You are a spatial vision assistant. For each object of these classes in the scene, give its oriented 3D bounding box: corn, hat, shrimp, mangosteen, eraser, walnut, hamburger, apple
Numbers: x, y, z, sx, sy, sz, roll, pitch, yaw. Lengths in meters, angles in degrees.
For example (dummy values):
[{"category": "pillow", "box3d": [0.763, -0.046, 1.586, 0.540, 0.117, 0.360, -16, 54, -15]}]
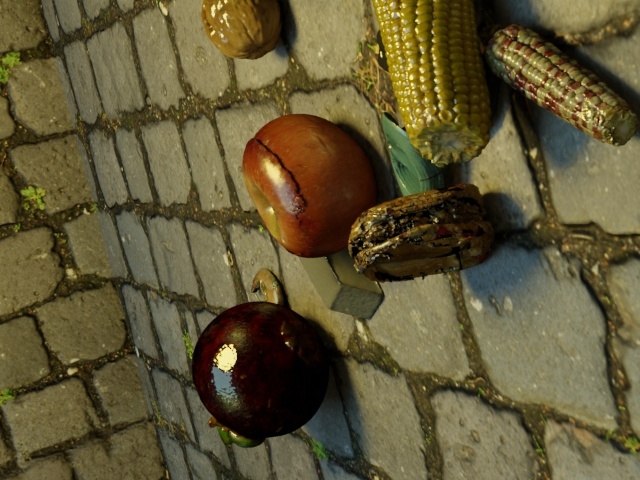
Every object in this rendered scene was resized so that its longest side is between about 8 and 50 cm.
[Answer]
[{"category": "corn", "box3d": [0.145, -0.295, 1.299, 0.144, 0.144, 0.387, 133, 132, -61]}, {"category": "hat", "box3d": [0.160, -0.131, 1.519, 0.138, 0.078, 0.190, 55, 169, 47]}, {"category": "shrimp", "box3d": [-0.142, 0.157, 2.317, 0.251, 0.052, 0.143, -45, 55, 53]}, {"category": "mangosteen", "box3d": [-0.152, 0.299, 2.085, 0.359, 0.306, 0.306, -40, 66, 29]}, {"category": "eraser", "box3d": [0.001, 0.000, 1.905, 0.352, 0.077, 0.111, 60, 154, 23]}, {"category": "walnut", "box3d": [-0.156, -0.442, 1.852, 0.184, 0.155, 0.155, 66, 153, 17]}, {"category": "hamburger", "box3d": [0.153, -0.005, 1.456, 0.231, 0.231, 0.106, 140, 121, -62]}, {"category": "apple", "box3d": [-0.018, -0.099, 1.739, 0.272, 0.206, 0.251, 43, 153, 49]}, {"category": "corn", "box3d": [0.301, -0.197, 1.198, 0.237, 0.080, 0.079, 47, 144, 41]}]

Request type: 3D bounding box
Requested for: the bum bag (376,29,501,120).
[{"category": "bum bag", "box3d": [0.174, -0.259, 1.424, 0.248, 0.060, 0.123, 51, 146, 33]}]
